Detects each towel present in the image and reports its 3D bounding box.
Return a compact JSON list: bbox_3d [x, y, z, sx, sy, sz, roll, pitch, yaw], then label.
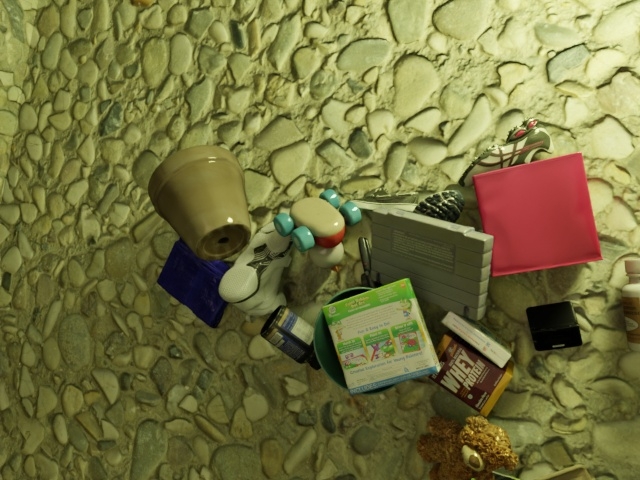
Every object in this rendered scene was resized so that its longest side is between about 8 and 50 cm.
[{"bbox_3d":[-0.452,0.148,1.788,0.308,0.076,0.228,33,100,20],"label":"towel"}]

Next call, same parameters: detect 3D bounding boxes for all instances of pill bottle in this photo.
[{"bbox_3d":[-0.073,0.315,1.566,0.219,0.123,0.123,38,104,-8],"label":"pill bottle"},{"bbox_3d":[0.829,0.158,1.220,0.131,0.131,0.229,-6,86,22],"label":"pill bottle"}]

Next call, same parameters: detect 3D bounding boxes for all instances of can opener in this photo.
[{"bbox_3d":[0.149,0.078,1.547,0.073,0.059,0.186,-13,84,22],"label":"can opener"}]

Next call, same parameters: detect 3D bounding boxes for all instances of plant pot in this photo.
[{"bbox_3d":[-0.361,-0.100,1.595,0.323,0.323,0.280,-41,60,16],"label":"plant pot"},{"bbox_3d":[0.157,0.278,1.442,0.292,0.235,0.293,-1,88,22],"label":"plant pot"}]

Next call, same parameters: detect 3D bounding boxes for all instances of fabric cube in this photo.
[{"bbox_3d":[0.556,-0.058,1.276,0.254,0.259,0.258,-12,86,21],"label":"fabric cube"}]

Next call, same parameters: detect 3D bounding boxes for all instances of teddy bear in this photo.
[{"bbox_3d":[0.373,0.593,1.335,0.338,0.113,0.245,-29,69,59],"label":"teddy bear"}]

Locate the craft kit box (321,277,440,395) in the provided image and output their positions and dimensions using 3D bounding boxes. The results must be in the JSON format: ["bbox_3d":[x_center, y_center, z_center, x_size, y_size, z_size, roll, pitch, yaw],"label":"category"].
[{"bbox_3d":[0.155,0.254,1.288,0.249,0.061,0.247,-21,83,21],"label":"craft kit box"}]

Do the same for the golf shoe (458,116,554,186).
[{"bbox_3d":[0.519,-0.225,1.381,0.272,0.105,0.120,-38,82,18],"label":"golf shoe"}]

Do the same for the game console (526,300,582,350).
[{"bbox_3d":[0.647,0.239,1.358,0.122,0.071,0.107,-14,113,22],"label":"game console"}]

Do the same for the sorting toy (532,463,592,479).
[{"bbox_3d":[0.626,0.770,1.333,0.307,0.041,0.229,-32,77,19],"label":"sorting toy"}]

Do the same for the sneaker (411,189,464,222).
[{"bbox_3d":[0.298,-0.061,1.443,0.283,0.122,0.110,-40,97,26],"label":"sneaker"}]

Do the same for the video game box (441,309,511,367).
[{"bbox_3d":[0.433,0.256,1.343,0.187,0.205,0.048,40,102,18],"label":"video game box"}]

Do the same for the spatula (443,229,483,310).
[{"bbox_3d":[0.362,0.061,1.377,0.242,0.019,0.168,-63,32,6],"label":"spatula"}]

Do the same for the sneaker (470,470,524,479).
[{"bbox_3d":[0.475,0.684,1.354,0.234,0.097,0.084,-10,76,34],"label":"sneaker"}]

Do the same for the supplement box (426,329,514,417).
[{"bbox_3d":[0.412,0.353,1.356,0.194,0.191,0.129,32,100,21],"label":"supplement box"}]

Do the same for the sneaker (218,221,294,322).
[{"bbox_3d":[-0.170,0.102,1.639,0.137,0.210,0.366,20,59,36],"label":"sneaker"}]

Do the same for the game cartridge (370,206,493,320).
[{"bbox_3d":[0.284,0.048,1.313,0.355,0.068,0.230,20,115,43],"label":"game cartridge"}]

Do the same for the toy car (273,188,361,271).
[{"bbox_3d":[0.000,0.000,1.561,0.210,0.219,0.238,36,146,44],"label":"toy car"}]

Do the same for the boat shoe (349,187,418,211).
[{"bbox_3d":[0.197,-0.126,1.529,0.219,0.078,0.070,3,90,15],"label":"boat shoe"}]
